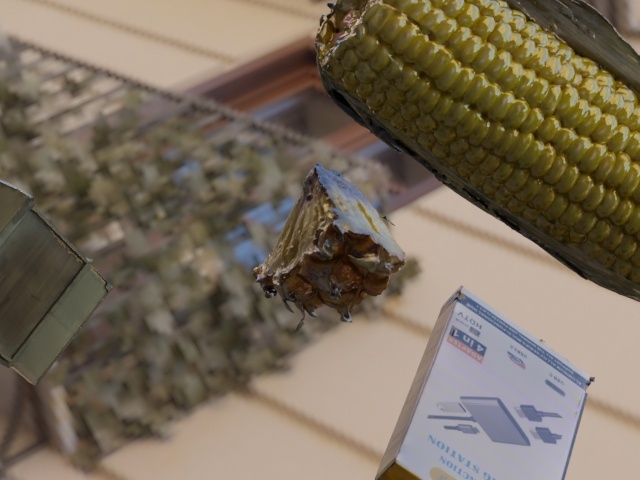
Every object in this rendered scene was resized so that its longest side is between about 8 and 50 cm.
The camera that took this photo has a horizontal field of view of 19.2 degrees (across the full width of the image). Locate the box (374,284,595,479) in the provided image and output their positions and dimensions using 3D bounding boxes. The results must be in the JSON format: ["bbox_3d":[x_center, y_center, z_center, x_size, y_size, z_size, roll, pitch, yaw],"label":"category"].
[{"bbox_3d":[0.120,0.141,1.359,0.129,0.247,0.033,35,-54,-6],"label":"box"}]

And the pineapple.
[{"bbox_3d":[0.000,0.000,1.384,0.137,0.069,0.116,-20,-126,48],"label":"pineapple"}]

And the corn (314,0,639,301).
[{"bbox_3d":[0.136,-0.069,1.167,0.305,0.122,0.123,35,-34,-4],"label":"corn"}]

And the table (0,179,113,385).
[{"bbox_3d":[-0.174,0.022,1.030,0.062,0.079,0.083,22,-21,46],"label":"table"}]
